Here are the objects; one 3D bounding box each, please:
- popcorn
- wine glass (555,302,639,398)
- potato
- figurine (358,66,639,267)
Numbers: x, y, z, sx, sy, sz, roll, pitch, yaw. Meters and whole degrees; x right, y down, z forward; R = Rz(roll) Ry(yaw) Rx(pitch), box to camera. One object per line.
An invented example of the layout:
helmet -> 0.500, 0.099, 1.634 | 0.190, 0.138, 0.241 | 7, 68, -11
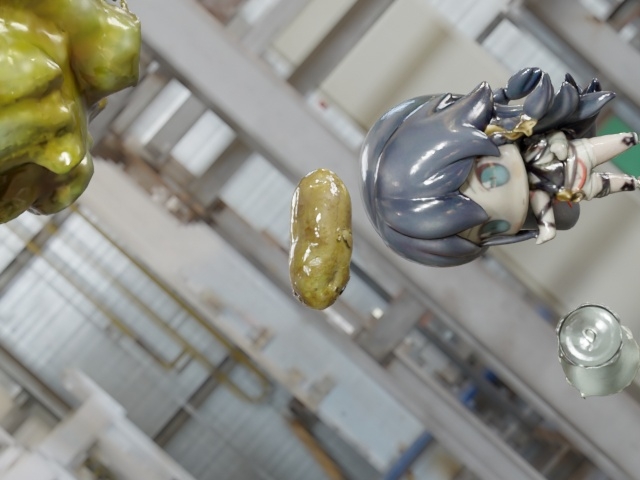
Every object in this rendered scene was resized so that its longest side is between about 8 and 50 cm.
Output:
popcorn -> -0.322, -0.134, 1.345 | 0.326, 0.290, 0.321 | -15, -1, -39
wine glass -> 0.382, 0.150, 2.330 | 0.122, 0.122, 0.183 | -48, -17, 0
potato -> 0.000, 0.000, 2.020 | 0.107, 0.080, 0.170 | 108, 161, -73
figurine -> 0.165, -0.069, 1.552 | 0.265, 0.175, 0.197 | -8, 8, -27
